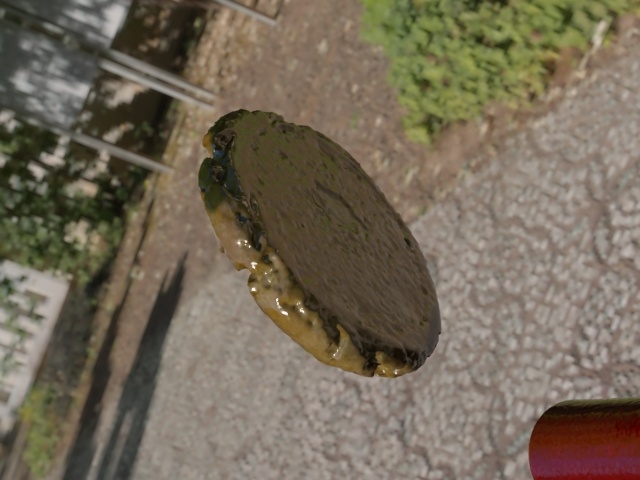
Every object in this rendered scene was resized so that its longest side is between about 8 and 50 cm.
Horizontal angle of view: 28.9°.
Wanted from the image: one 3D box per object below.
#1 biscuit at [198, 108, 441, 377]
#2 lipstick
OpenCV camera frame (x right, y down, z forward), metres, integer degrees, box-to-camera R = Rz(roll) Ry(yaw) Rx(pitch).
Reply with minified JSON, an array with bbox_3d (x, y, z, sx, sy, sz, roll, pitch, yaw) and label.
[{"bbox_3d":[0.000,0.000,0.837,0.042,0.226,0.226,-40,27,26],"label":"biscuit"},{"bbox_3d":[0.215,0.128,0.749,0.241,0.080,0.080,152,137,-68],"label":"lipstick"}]
